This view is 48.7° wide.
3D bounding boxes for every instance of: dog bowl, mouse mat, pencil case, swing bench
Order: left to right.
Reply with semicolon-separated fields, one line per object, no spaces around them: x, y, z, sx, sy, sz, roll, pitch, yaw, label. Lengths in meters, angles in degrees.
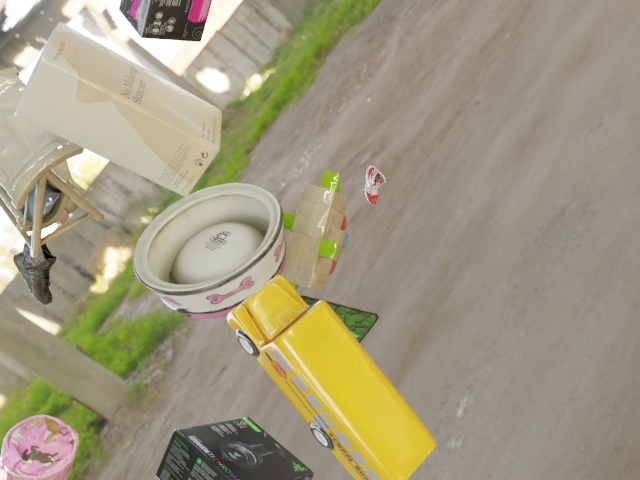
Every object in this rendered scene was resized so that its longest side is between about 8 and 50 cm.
-0.582;-0.152;1.393;0.165;0.253;0.254;-34;-23;-24;swing bench
-0.689;0.561;1.694;0.386;0.160;0.167;-57;7;43;pencil case
-0.273;0.034;1.859;0.408;0.150;0.408;-12;40;11;dog bowl
0.007;0.180;1.454;0.007;0.190;0.152;-96;30;-47;mouse mat

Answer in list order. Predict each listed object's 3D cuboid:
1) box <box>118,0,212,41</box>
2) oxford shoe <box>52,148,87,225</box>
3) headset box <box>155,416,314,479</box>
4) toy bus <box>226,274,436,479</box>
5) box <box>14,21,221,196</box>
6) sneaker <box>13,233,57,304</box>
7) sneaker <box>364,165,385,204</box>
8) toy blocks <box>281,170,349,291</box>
-0.340;-0.598;1.603;0.142;0.163;0.247;50;132;33;box
-0.780;-0.222;1.900;0.140;0.397;0.146;17;58;35;oxford shoe
-0.191;0.548;1.664;0.246;0.283;0.131;31;102;34;headset box
0.011;0.202;1.036;0.108;0.332;0.130;-38;0;-27;toy bus
-0.332;-0.217;1.200;0.121;0.311;0.148;-48;31;29;box
-0.662;0.066;1.679;0.089;0.170;0.051;-26;17;5;sneaker
0.164;-0.158;2.109;0.042;0.118;0.067;-12;22;-19;sneaker
0.000;0.000;2.128;0.261;0.191;0.381;21;-97;-71;toy blocks
